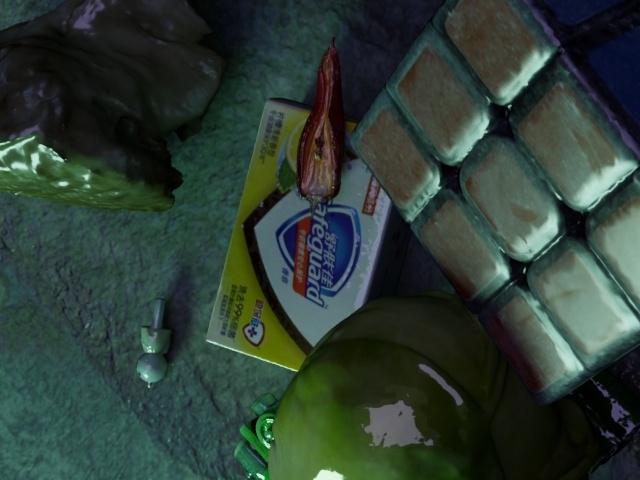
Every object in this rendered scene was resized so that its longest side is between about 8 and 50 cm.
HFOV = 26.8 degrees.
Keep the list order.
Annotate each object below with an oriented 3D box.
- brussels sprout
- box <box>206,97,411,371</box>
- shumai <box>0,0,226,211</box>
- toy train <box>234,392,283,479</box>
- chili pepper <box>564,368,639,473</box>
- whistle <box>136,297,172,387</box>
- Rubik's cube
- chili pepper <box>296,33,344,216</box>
[{"bbox_3d":[0.100,0.176,1.235,0.294,0.227,0.259,-13,119,21],"label":"brussels sprout"},{"bbox_3d":[0.000,0.000,1.378,0.168,0.097,0.265,19,98,21],"label":"box"},{"bbox_3d":[-0.264,-0.186,1.413,0.330,0.292,0.288,5,85,43],"label":"shumai"},{"bbox_3d":[0.008,0.269,1.393,0.251,0.085,0.119,44,121,19],"label":"toy train"},{"bbox_3d":[0.221,0.114,1.313,0.088,0.059,0.227,-47,72,21],"label":"chili pepper"},{"bbox_3d":[-0.184,0.114,1.489,0.035,0.035,0.100,9,92,22],"label":"whistle"},{"bbox_3d":[0.259,-0.092,1.101,0.305,0.301,0.304,57,151,9],"label":"Rubik's cube"},{"bbox_3d":[0.003,-0.111,1.308,0.045,0.027,0.178,4,92,18],"label":"chili pepper"}]
